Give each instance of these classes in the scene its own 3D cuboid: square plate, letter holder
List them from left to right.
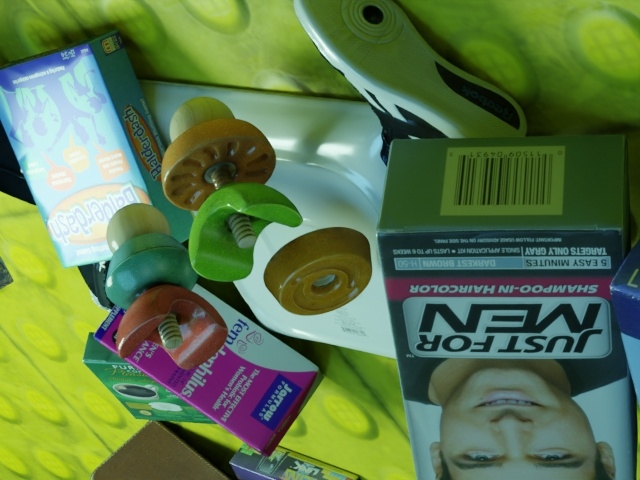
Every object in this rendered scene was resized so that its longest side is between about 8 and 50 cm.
[{"bbox_3d":[-0.176,0.395,2.224,0.302,0.214,0.152,31,155,46],"label":"letter holder"},{"bbox_3d":[0.000,0.000,1.715,0.347,0.049,0.344,10,140,41],"label":"square plate"}]

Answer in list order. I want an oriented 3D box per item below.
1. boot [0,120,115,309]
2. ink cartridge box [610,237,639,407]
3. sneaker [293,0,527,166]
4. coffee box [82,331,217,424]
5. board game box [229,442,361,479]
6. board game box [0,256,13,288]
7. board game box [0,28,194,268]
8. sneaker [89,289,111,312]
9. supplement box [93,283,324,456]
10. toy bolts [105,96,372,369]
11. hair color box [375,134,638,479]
[{"bbox_3d":[-0.289,-0.054,1.908,0.207,0.094,0.246,22,140,21],"label":"boot"},{"bbox_3d":[0.382,0.107,1.343,0.270,0.151,0.395,16,142,35],"label":"ink cartridge box"},{"bbox_3d":[0.052,-0.116,1.459,0.217,0.079,0.121,38,149,-2],"label":"sneaker"},{"bbox_3d":[-0.191,0.161,2.089,0.113,0.040,0.184,2,154,18],"label":"coffee box"},{"bbox_3d":[-0.013,0.319,2.179,0.170,0.048,0.141,15,145,35],"label":"board game box"},{"bbox_3d":[-0.477,-0.075,1.925,0.291,0.141,0.232,50,167,48],"label":"board game box"},{"bbox_3d":[-0.223,-0.084,1.737,0.160,0.047,0.210,-11,107,41],"label":"board game box"},{"bbox_3d":[-0.201,0.071,2.037,0.076,0.065,0.166,9,148,29],"label":"sneaker"},{"bbox_3d":[-0.117,0.125,1.925,0.220,0.111,0.114,33,173,7],"label":"supplement box"},{"bbox_3d":[-0.091,-0.006,1.621,0.228,0.158,0.218,-41,141,25],"label":"toy bolts"},{"bbox_3d":[0.163,0.089,1.476,0.185,0.114,0.374,0,135,12],"label":"hair color box"}]
